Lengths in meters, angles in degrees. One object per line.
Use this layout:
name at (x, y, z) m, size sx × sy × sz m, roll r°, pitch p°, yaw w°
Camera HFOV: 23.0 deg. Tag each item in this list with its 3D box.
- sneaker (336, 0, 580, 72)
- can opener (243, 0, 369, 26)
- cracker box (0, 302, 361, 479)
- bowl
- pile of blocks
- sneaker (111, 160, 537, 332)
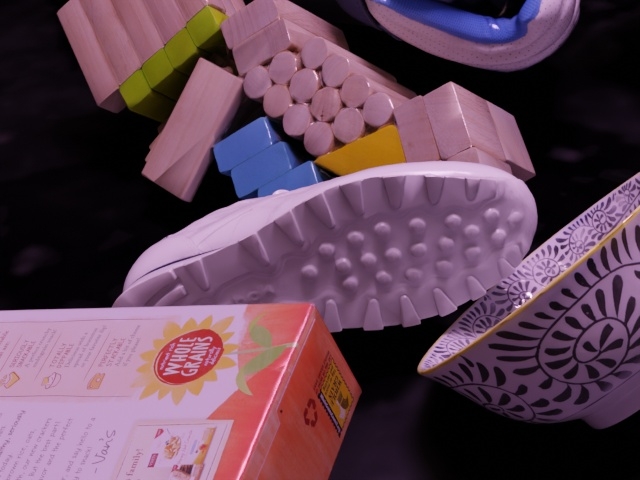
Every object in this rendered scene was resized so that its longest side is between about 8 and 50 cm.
sneaker at (0.021, -0.216, 0.998) m, size 0.323 × 0.130 × 0.236 m, roll 30°, pitch 8°, yaw -4°
can opener at (-0.055, -0.221, 1.214) m, size 0.283 × 0.076 × 0.095 m, roll 8°, pitch 38°, yaw 20°
cracker box at (-0.115, 0.106, 0.698) m, size 0.232 × 0.067 × 0.155 m, roll -2°, pitch 45°, yaw 28°
bowl at (0.137, 0.038, 0.768) m, size 0.170 × 0.080 × 0.170 m, roll -41°, pitch 0°, yaw 0°
pile of blocks at (-0.013, -0.072, 0.987) m, size 0.362 × 0.149 × 0.112 m, roll 35°, pitch 9°, yaw 34°
sneaker at (0.000, 0.000, 0.846) m, size 0.235 × 0.090 × 0.095 m, roll -14°, pitch 22°, yaw 14°
